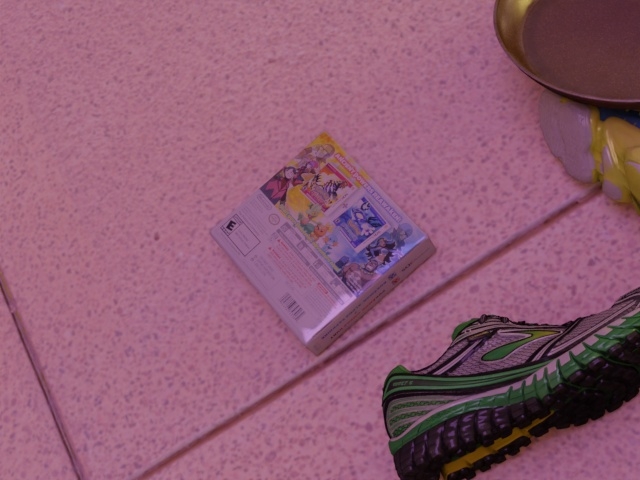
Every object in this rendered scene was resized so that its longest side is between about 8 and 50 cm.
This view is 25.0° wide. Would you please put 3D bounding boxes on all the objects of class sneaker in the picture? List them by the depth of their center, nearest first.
[{"bbox_3d":[0.212,0.120,1.483,0.343,0.134,0.146,-26,59,9],"label":"sneaker"},{"bbox_3d":[0.346,-0.103,1.577,0.126,0.091,0.240,-22,47,-21],"label":"sneaker"}]

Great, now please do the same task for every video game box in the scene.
[{"bbox_3d":[0.000,0.000,1.673,0.187,0.048,0.205,-42,59,1],"label":"video game box"}]

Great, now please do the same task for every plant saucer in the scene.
[{"bbox_3d":[0.349,-0.244,1.604,0.310,0.050,0.310,-7,46,7],"label":"plant saucer"}]
